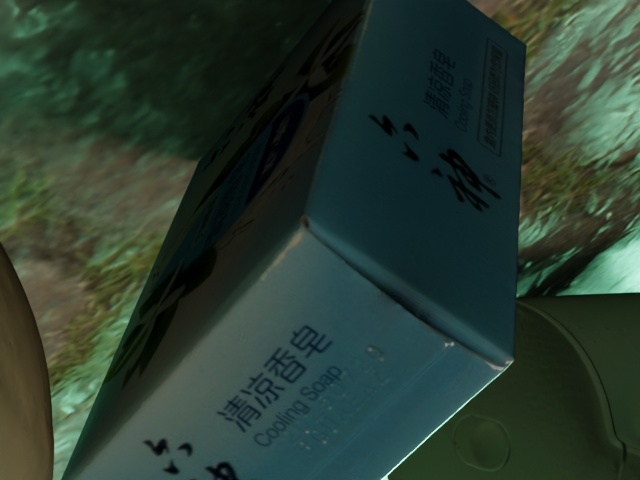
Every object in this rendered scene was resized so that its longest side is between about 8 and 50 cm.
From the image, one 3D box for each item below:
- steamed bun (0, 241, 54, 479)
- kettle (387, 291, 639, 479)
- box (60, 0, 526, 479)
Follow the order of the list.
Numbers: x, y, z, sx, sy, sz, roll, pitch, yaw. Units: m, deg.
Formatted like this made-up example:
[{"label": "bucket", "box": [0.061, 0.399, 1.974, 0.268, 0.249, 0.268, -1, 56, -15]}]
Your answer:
[{"label": "steamed bun", "box": [-0.232, 0.083, 0.410, 0.324, 0.206, 0.324, -28, 157, -13]}, {"label": "kettle", "box": [0.236, 0.151, 1.024, 0.318, 0.265, 0.205, 4, 125, -44]}, {"label": "box", "box": [0.000, 0.000, 0.529, 0.142, 0.083, 0.232, -48, -164, 30]}]
